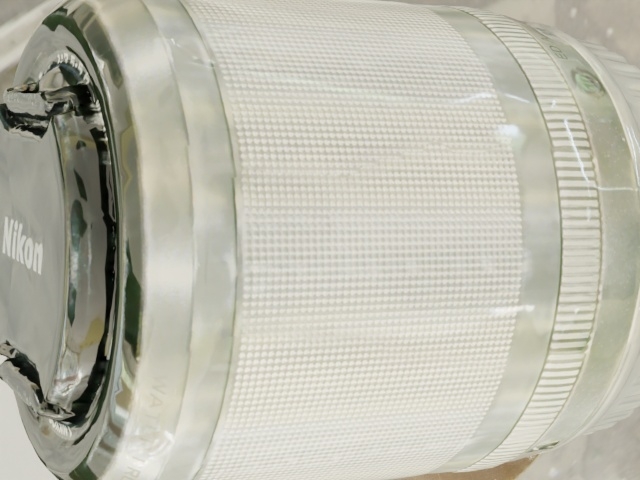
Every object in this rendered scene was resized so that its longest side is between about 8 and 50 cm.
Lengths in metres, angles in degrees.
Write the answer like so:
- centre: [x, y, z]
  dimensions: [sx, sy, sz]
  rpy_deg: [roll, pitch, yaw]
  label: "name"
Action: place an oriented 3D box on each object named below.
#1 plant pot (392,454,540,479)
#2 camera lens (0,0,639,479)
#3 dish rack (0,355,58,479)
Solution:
- centre: [0.050, 0.072, 1.019]
  dimensions: [0.215, 0.215, 0.230]
  rpy_deg: [-38, 114, -6]
  label: "plant pot"
- centre: [0.000, 0.000, 0.575]
  dimensions: [0.274, 0.219, 0.219]
  rpy_deg: [-1, 71, -27]
  label: "camera lens"
- centre: [-0.166, 0.108, 0.918]
  dimensions: [0.286, 0.072, 0.332]
  rpy_deg: [10, 72, -30]
  label: "dish rack"
